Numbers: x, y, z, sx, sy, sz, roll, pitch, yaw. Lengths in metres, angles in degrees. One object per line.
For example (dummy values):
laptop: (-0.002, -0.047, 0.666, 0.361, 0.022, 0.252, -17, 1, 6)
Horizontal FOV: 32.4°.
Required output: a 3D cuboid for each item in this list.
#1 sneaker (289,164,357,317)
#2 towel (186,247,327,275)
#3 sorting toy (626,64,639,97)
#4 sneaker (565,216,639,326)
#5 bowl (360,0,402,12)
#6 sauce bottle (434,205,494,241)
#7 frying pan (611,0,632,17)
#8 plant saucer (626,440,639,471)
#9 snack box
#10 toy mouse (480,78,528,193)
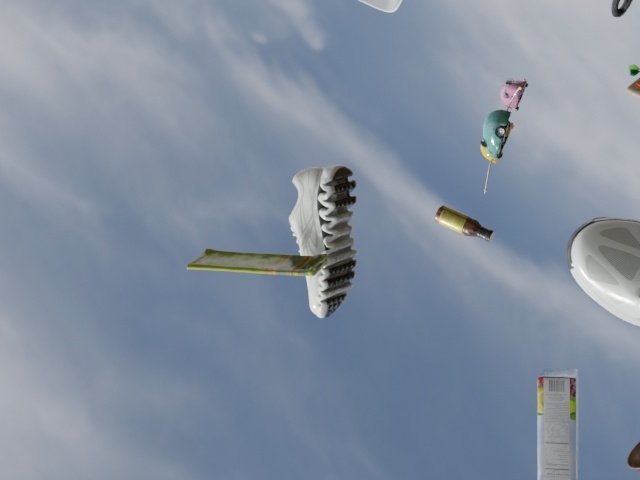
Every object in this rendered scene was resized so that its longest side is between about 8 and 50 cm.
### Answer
sneaker: (0.000, 0.000, 2.094, 0.110, 0.118, 0.292, -8, -78, -57)
towel: (-0.112, 0.038, 1.979, 0.102, 0.237, 0.021, -39, -50, -71)
sorting toy: (0.497, -0.243, 1.682, 0.062, 0.012, 0.083, -40, -128, -22)
sneaker: (0.582, 0.088, 1.632, 0.447, 0.169, 0.257, 29, -179, 10)
bowl: (0.051, -0.355, 1.386, 0.142, 0.142, 0.053, 27, -101, 1)
sauce bottle: (0.303, -0.032, 2.307, 0.128, 0.042, 0.042, 28, -150, 24)
frying pan: (0.429, -0.432, 1.324, 0.326, 0.197, 0.053, 67, -177, -53)
plant saucer: (0.553, 0.312, 1.706, 0.029, 0.168, 0.168, 55, -143, 0)
snack box: (0.405, 0.327, 1.873, 0.174, 0.070, 0.207, 10, -101, -75)
toy mouse: (0.231, -0.160, 1.399, 0.031, 0.143, 0.161, 22, -110, 11)
